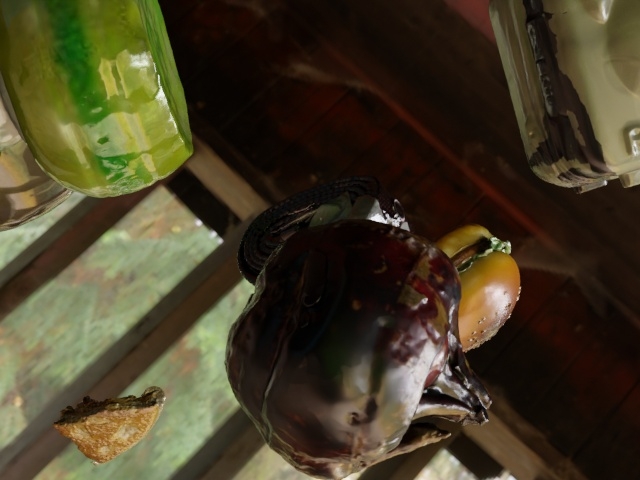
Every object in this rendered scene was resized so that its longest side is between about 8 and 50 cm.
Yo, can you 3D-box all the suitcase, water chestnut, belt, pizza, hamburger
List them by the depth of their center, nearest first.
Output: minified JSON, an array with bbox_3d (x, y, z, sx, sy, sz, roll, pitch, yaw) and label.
[{"bbox_3d":[0.038,0.120,1.123,0.244,0.289,0.289,37,-13,-33],"label":"water chestnut"},{"bbox_3d":[0.367,-0.246,1.138,0.194,0.351,0.339,-178,-108,-77],"label":"suitcase"},{"bbox_3d":[-0.346,0.290,1.642,0.182,0.161,0.062,-56,-140,39],"label":"pizza"},{"bbox_3d":[0.000,0.000,1.702,0.289,0.184,0.164,-24,-45,24],"label":"belt"},{"bbox_3d":[0.254,0.095,1.820,0.170,0.246,0.246,49,-18,23],"label":"hamburger"}]

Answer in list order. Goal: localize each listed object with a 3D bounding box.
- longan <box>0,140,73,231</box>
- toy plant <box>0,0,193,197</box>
[{"bbox_3d":[-0.402,-0.169,1.111,0.361,0.361,0.361,38,-22,18],"label":"longan"},{"bbox_3d":[-0.260,-0.093,0.727,0.184,0.316,0.224,-106,-177,-47],"label":"toy plant"}]
